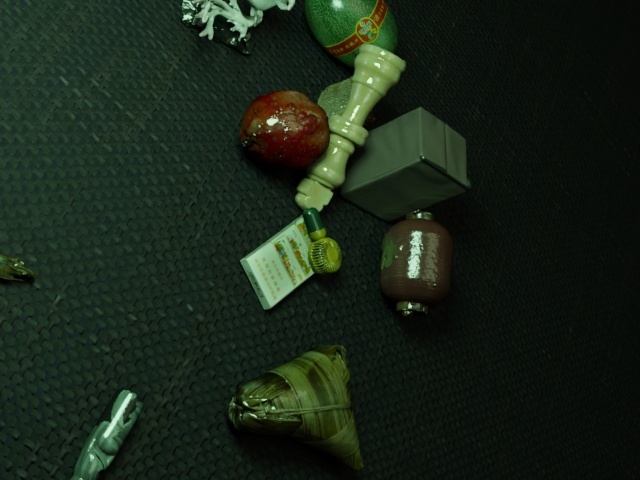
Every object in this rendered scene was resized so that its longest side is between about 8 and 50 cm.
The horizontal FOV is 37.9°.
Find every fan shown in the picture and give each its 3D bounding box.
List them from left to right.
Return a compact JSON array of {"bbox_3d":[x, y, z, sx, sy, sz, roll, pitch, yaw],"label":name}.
[{"bbox_3d":[0.000,0.000,2.048,0.082,0.039,0.155,-27,98,-48],"label":"fan"}]

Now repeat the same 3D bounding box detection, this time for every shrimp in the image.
[{"bbox_3d":[-0.557,-0.013,1.572,0.195,0.035,0.147,23,60,-36],"label":"shrimp"}]

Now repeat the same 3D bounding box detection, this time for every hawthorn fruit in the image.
[{"bbox_3d":[-0.091,-0.229,1.983,0.235,0.181,0.181,-19,91,-44],"label":"hawthorn fruit"}]

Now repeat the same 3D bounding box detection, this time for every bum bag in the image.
[{"bbox_3d":[-0.215,-0.476,2.025,0.198,0.049,0.087,23,68,-38],"label":"bum bag"}]

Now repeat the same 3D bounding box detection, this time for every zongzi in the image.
[{"bbox_3d":[-0.035,0.386,1.891,0.286,0.134,0.288,-21,100,-39],"label":"zongzi"}]

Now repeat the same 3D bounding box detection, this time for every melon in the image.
[{"bbox_3d":[0.068,-0.523,2.216,0.288,0.182,0.182,36,55,-32],"label":"melon"}]

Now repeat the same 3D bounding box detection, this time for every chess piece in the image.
[{"bbox_3d":[0.054,-0.243,2.093,0.117,0.117,0.397,28,89,-35],"label":"chess piece"}]

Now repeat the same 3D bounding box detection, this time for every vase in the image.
[{"bbox_3d":[-0.379,0.356,1.608,0.060,0.060,0.211,47,50,-23],"label":"vase"}]

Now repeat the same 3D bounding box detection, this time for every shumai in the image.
[{"bbox_3d":[0.070,-0.314,2.219,0.116,0.146,0.145,49,46,-51],"label":"shumai"}]

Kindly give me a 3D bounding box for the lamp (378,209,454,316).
[{"bbox_3d":[0.225,0.061,2.203,0.180,0.180,0.258,20,71,-39],"label":"lamp"}]

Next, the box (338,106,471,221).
[{"bbox_3d":[0.196,-0.175,2.188,0.188,0.252,0.153,27,55,-37],"label":"box"}]

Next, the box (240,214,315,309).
[{"bbox_3d":[-0.073,0.044,2.014,0.220,0.032,0.122,-39,107,-44],"label":"box"}]

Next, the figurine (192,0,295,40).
[{"bbox_3d":[-0.177,-0.563,1.954,0.315,0.206,0.284,54,23,9],"label":"figurine"}]
